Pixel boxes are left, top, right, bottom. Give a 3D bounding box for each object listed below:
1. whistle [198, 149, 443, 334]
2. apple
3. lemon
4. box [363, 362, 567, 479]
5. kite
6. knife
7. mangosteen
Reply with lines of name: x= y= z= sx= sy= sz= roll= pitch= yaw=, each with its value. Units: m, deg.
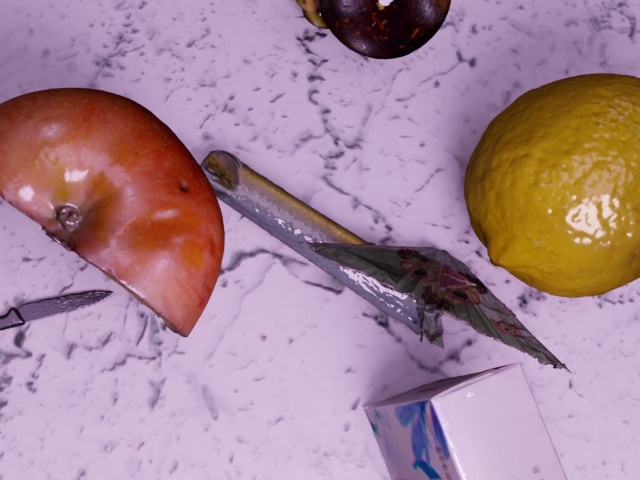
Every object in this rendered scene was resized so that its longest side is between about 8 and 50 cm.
whistle: x=0.001 y=-0.001 z=1.134 sx=0.326 sy=0.068 sz=0.057 roll=33 pitch=108 yaw=-8
apple: x=-0.204 y=-0.053 z=0.989 sx=0.293 sy=0.251 sz=0.163 roll=37 pitch=80 yaw=-5
lemon: x=0.309 y=-0.069 z=1.141 sx=0.310 sy=0.253 sz=0.253 roll=-33 pitch=88 yaw=-20
box: x=0.172 y=0.281 z=1.049 sx=0.116 sy=0.203 sz=0.274 roll=-19 pitch=84 yaw=-19
kite: x=0.131 y=0.055 z=1.083 sx=0.323 sy=0.267 sz=0.013 roll=26 pitch=112 yaw=3
knife: x=-0.306 y=0.076 z=1.062 sx=0.170 sy=0.010 sz=0.023 roll=-13 pitch=88 yaw=-20
mangosteen: x=0.047 y=-0.309 z=1.171 sx=0.217 sy=0.192 sz=0.192 roll=5 pitch=73 yaw=25
